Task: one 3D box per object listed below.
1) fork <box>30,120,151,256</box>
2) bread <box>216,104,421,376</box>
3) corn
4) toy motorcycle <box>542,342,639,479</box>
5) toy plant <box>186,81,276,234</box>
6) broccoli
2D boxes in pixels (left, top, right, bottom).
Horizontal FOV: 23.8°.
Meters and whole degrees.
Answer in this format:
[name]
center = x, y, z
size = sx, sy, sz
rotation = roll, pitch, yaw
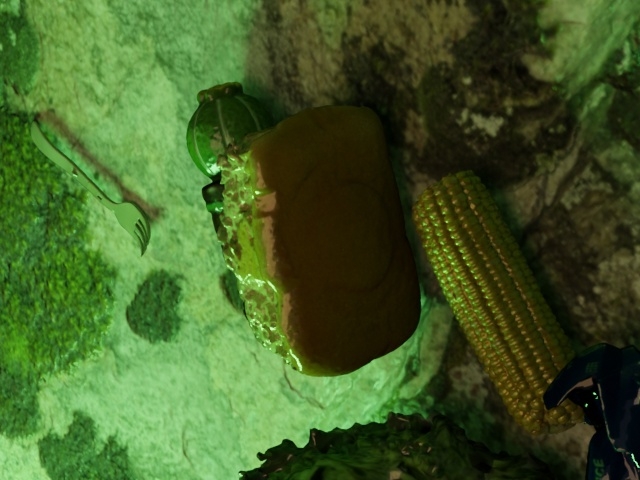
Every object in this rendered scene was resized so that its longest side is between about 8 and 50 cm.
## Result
[fork]
center = -0.253, -0.061, 1.672
size = 0.219, 0.028, 0.034
rotation = 43, 134, 24
[bread]
center = 0.000, 0.000, 1.399
size = 0.121, 0.174, 0.245
rotation = 0, 104, 59
[corn]
center = 0.159, 0.058, 1.346
size = 0.081, 0.081, 0.248
rotation = -30, 86, 40
[toy motorcycle]
center = 0.279, 0.206, 1.244
size = 0.196, 0.125, 0.331
rotation = 2, 93, 9
[toy plant]
center = -0.077, -0.075, 1.482
size = 0.093, 0.093, 0.162
rotation = -18, 90, 41
[broccoli]
center = 0.065, 0.323, 1.380
size = 0.375, 0.302, 0.249
rotation = -5, 123, 11
